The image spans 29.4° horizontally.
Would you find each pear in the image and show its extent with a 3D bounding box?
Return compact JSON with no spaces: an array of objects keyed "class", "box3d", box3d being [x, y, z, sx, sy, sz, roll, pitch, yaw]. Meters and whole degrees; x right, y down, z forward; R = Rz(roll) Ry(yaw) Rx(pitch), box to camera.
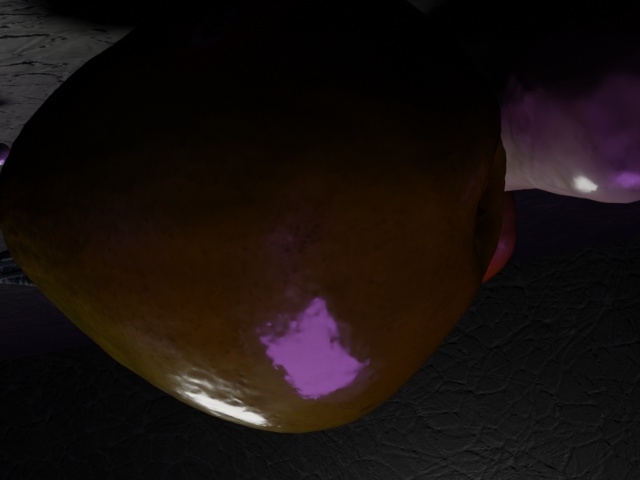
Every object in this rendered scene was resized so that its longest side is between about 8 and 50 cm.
[{"class":"pear","box3d":[-0.054,-0.026,0.788,0.375,0.287,0.287,-7,174,26]}]

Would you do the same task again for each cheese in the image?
[{"class":"cheese","box3d":[0.245,-0.128,0.889,0.328,0.129,0.351,-21,-170,-14]}]

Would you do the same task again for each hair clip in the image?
[{"class":"hair clip","box3d":[-0.380,0.031,1.586,0.036,0.066,0.229,-11,-178,-44]}]

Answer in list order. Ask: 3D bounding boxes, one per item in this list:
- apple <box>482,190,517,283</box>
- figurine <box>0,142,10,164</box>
[{"class":"apple","box3d":[0.135,-0.025,1.389,0.199,0.199,0.199,-9,172,-1]},{"class":"figurine","box3d":[-0.349,-0.047,0.891,0.262,0.121,0.164,-11,139,-57]}]
